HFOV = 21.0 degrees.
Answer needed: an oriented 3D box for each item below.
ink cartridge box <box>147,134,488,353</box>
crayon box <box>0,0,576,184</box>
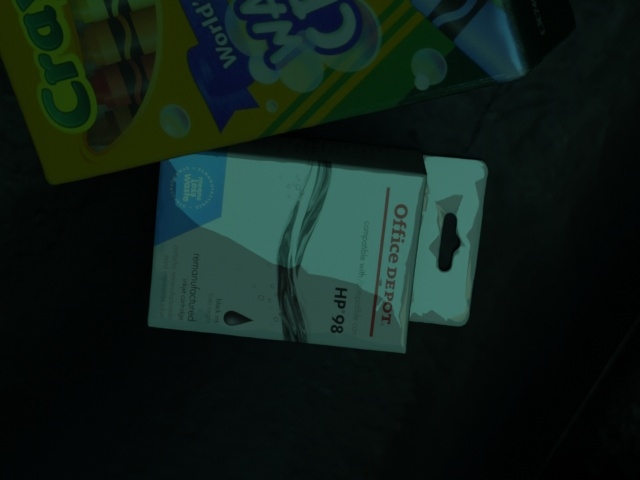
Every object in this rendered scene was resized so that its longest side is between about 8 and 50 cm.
[{"bbox_3d":[0.000,0.000,0.951,0.180,0.060,0.104,6,105,0],"label":"ink cartridge box"},{"bbox_3d":[-0.062,-0.150,0.840,0.323,0.083,0.203,-11,106,30],"label":"crayon box"}]
